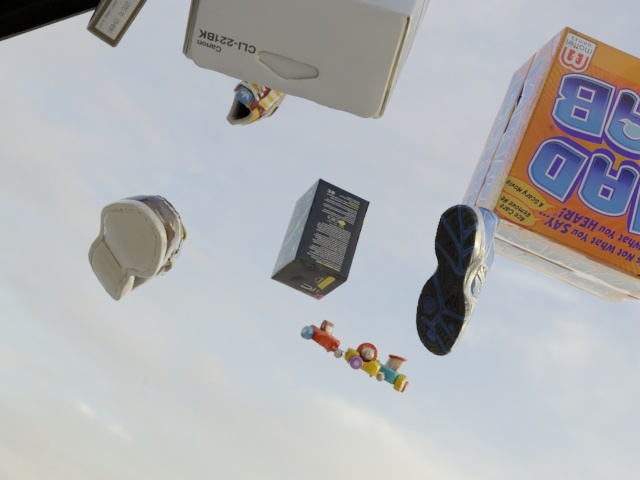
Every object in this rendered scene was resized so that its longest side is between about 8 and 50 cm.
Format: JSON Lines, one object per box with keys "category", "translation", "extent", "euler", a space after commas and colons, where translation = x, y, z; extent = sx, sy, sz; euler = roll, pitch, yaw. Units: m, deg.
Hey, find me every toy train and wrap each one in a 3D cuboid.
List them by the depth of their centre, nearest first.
{"category": "toy train", "translation": [0.058, 0.159, 1.666], "extent": [0.166, 0.046, 0.125], "euler": [30, -1, -31]}

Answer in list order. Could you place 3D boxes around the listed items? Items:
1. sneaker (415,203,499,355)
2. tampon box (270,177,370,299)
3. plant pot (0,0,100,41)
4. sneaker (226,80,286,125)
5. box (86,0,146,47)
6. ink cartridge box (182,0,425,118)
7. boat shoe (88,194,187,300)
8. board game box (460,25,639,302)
{"category": "sneaker", "translation": [0.184, 0.054, 1.510], "extent": [0.080, 0.211, 0.081], "euler": [30, 25, 35]}
{"category": "tampon box", "translation": [0.000, 0.000, 2.008], "extent": [0.101, 0.161, 0.120], "euler": [24, -26, -14]}
{"category": "plant pot", "translation": [-0.322, -0.358, 1.278], "extent": [0.167, 0.187, 0.188], "euler": [54, -29, 17]}
{"category": "sneaker", "translation": [-0.091, -0.252, 1.888], "extent": [0.069, 0.084, 0.185], "euler": [47, -42, 15]}
{"category": "box", "translation": [-0.153, -0.278, 1.094], "extent": [0.036, 0.225, 0.136], "euler": [32, -65, -15]}
{"category": "ink cartridge box", "translation": [0.005, -0.252, 1.139], "extent": [0.197, 0.273, 0.114], "euler": [18, -52, 3]}
{"category": "boat shoe", "translation": [-0.247, -0.001, 1.650], "extent": [0.116, 0.097, 0.324], "euler": [56, -26, 4]}
{"category": "board game box", "translation": [0.495, -0.121, 2.147], "extent": [0.356, 0.356, 0.356], "euler": [23, -7, -3]}
